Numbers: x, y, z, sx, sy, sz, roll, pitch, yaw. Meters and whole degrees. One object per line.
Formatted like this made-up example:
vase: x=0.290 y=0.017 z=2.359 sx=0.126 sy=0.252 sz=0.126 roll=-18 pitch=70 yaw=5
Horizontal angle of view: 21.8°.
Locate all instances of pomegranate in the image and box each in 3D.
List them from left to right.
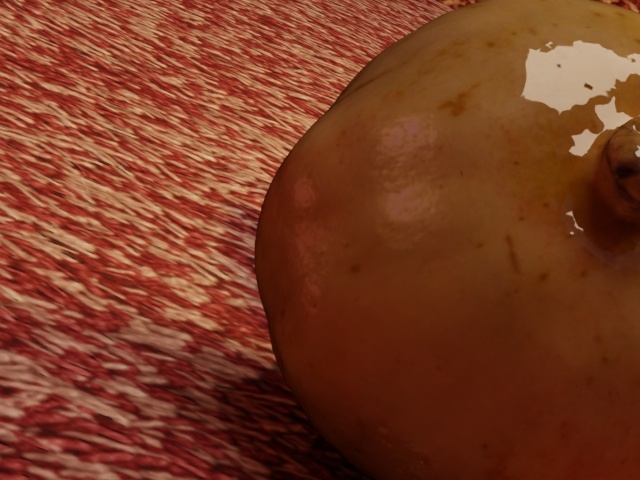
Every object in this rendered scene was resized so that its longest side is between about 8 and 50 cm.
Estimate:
pomegranate: x=0.166 y=0.012 z=1.203 sx=0.411 sy=0.411 sz=0.411 roll=23 pitch=17 yaw=-7
